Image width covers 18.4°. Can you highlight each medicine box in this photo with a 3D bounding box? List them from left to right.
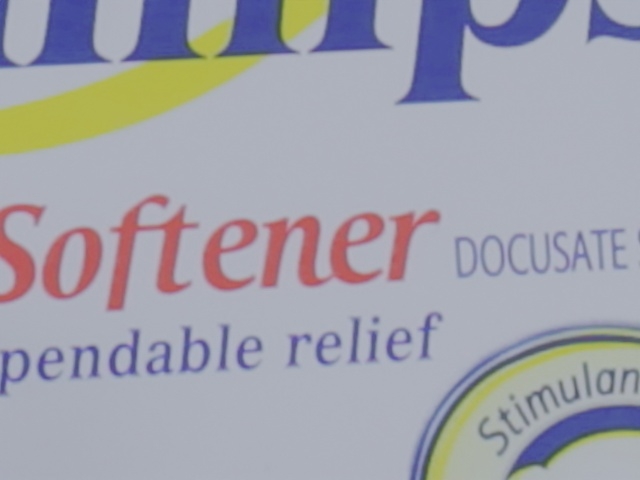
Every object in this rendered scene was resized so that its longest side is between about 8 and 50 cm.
[{"bbox_3d":[-0.023,0.010,0.467,0.264,0.149,0.289,-3,87,-3],"label":"medicine box"}]
